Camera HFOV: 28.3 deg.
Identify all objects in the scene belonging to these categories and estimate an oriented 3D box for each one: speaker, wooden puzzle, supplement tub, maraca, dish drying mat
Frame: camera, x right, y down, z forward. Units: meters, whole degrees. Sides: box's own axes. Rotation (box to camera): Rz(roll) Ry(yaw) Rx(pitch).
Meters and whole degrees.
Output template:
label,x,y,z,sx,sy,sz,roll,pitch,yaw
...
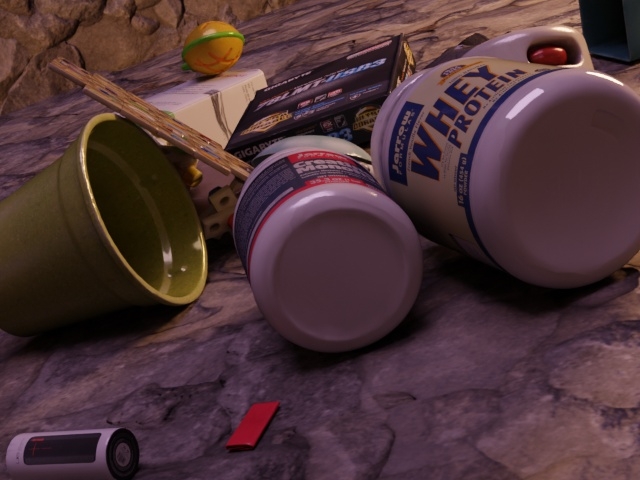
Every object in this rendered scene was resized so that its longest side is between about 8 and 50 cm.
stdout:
label,x,y,z,sx,sy,sz,roll,pitch,yaw
speaker,-0.255,0.222,1.300,0.136,0.055,0.055,-7,22,30
wooden puzzle,-0.166,-0.091,2.129,0.221,0.044,0.239,-6,27,31
supplement tub,0.212,-0.089,1.451,0.235,0.235,0.325,-24,19,-16
maraca,-0.216,-0.373,2.510,0.127,0.099,0.185,-10,-11,-16
supplement tub,0.000,0.000,1.470,0.191,0.191,0.272,-20,19,-4
dish drying mat,-0.068,0.188,1.289,0.032,0.008,0.083,-10,20,22

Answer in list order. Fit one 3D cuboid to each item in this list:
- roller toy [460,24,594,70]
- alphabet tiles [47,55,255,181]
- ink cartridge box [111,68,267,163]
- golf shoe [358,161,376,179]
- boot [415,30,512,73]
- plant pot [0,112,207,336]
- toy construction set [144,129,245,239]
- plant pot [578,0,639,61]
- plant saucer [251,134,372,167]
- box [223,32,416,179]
label,x,y,z,sx,sy,sz,roll,pitch,yaw
roller toy,0.290,-0.202,1.772,0.191,0.146,0.209,-18,-12,22
alphabet tiles,-0.238,-0.174,1.851,0.011,0.342,0.285,-59,12,6
ink cartridge box,-0.258,-0.226,2.454,0.289,0.122,0.211,-28,21,-31
golf shoe,0.027,-0.080,1.905,0.176,0.069,0.086,-1,2,42
boot,0.224,-0.256,2.146,0.222,0.118,0.338,-26,11,-6
plant pot,-0.335,0.005,1.721,0.253,0.276,0.276,-24,16,20
toy construction set,-0.228,-0.067,1.938,0.215,0.151,0.327,-9,29,-32
plant pot,0.583,-0.420,2.165,0.234,0.166,0.166,-15,18,-12
plant saucer,-0.007,-0.129,1.920,0.194,0.037,0.195,2,-9,0
box,0.006,-0.222,2.107,0.295,0.073,0.293,-18,24,18
